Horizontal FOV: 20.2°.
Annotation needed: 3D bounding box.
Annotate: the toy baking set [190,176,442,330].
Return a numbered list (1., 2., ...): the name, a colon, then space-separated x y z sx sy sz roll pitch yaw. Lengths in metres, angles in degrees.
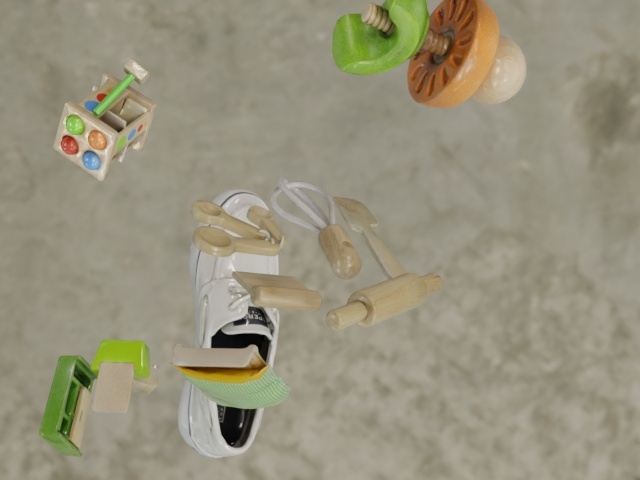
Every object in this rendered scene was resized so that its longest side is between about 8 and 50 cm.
1. toy baking set: 0.004 0.004 1.499 0.197 0.256 0.030 36 118 27

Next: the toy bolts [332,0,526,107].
1. toy bolts: 0.132 -0.242 1.495 0.158 0.218 0.228 19 135 -25

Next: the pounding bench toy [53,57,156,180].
1. pounding bench toy: -0.173 -0.102 1.449 0.052 0.065 0.083 34 133 12

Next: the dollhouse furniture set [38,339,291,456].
1. dollhouse furniture set: -0.100 0.105 1.144 0.151 0.059 0.076 0 153 17

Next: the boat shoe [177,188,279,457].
1. boat shoe: -0.082 0.080 1.766 0.088 0.096 0.268 -4 73 62
